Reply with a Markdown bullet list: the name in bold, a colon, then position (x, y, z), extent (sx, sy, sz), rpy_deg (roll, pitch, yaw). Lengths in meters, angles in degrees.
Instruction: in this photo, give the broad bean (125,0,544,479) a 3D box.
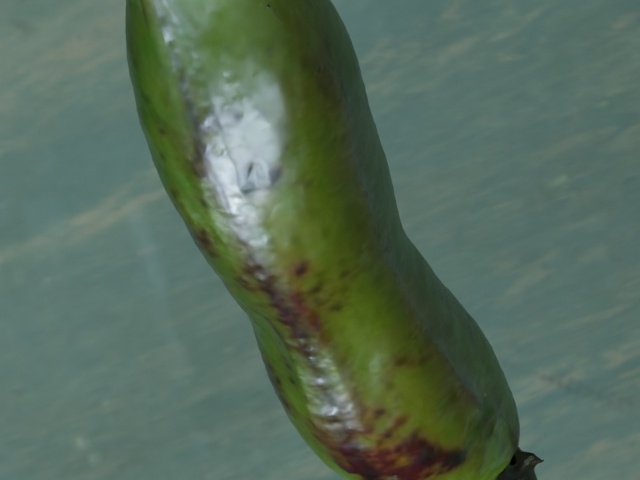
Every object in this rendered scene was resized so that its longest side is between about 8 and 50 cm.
- **broad bean**: position (0.000, 0.000, 0.572), extent (0.061, 0.077, 0.339), rpy_deg (1, 137, 30)
